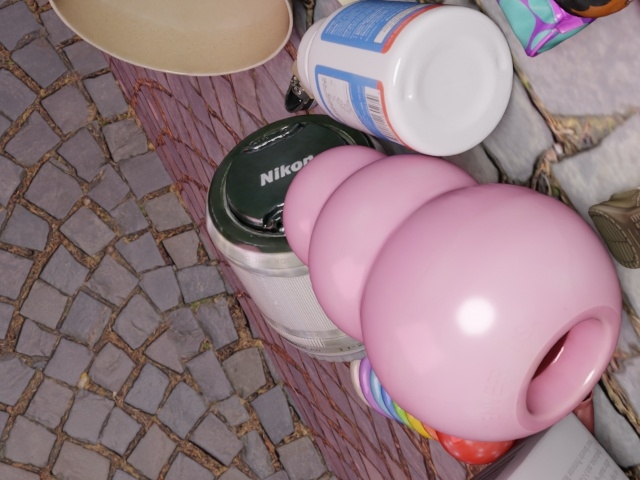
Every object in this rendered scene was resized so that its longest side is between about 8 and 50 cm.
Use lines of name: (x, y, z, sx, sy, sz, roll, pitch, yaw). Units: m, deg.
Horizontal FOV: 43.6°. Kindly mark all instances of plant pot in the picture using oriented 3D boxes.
plant pot: (-0.168, -0.353, 0.958, 0.284, 0.284, 0.190, 112, 163, -70)

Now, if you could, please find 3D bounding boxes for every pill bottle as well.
pill bottle: (0.063, -0.158, 0.736, 0.221, 0.124, 0.124, 36, 150, 59)

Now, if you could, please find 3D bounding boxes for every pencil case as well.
pencil case: (0.133, -0.203, 0.540, 0.151, 0.065, 0.070, 61, -170, 1)

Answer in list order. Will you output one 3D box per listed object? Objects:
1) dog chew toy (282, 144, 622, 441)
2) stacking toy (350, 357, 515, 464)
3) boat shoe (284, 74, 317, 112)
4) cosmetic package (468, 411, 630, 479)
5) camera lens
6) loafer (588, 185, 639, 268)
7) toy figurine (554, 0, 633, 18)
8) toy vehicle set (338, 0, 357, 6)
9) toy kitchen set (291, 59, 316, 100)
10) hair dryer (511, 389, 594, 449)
dog chew toy: (0.086, 0.019, 0.691, 0.332, 0.207, 0.206, 39, 153, 43)
stacking toy: (0.144, 0.190, 0.980, 0.141, 0.141, 0.330, 65, 170, -11)
boat shoe: (-0.020, -0.207, 1.073, 0.049, 0.040, 0.142, 60, 165, 9)
cosmetic package: (0.272, 0.388, 0.647, 0.453, 0.161, 0.230, 51, -154, 16)
camera lens: (0.000, 0.000, 0.979, 0.219, 0.219, 0.274, 50, 171, 38)
loafer: (0.237, -0.013, 0.567, 0.056, 0.050, 0.148, 60, 180, -4)
toy figurine: (0.120, -0.226, 0.386, 0.213, 0.148, 0.209, 48, 159, 40)
toy vehicle set: (-0.061, -0.340, 0.740, 0.166, 0.035, 0.267, 56, -168, 32)
toy kitchen set: (0.024, -0.205, 0.949, 0.083, 0.068, 0.075, 54, 135, 29)
hair dryer: (0.299, 0.258, 0.835, 0.224, 0.080, 0.293, -7, 116, 55)
